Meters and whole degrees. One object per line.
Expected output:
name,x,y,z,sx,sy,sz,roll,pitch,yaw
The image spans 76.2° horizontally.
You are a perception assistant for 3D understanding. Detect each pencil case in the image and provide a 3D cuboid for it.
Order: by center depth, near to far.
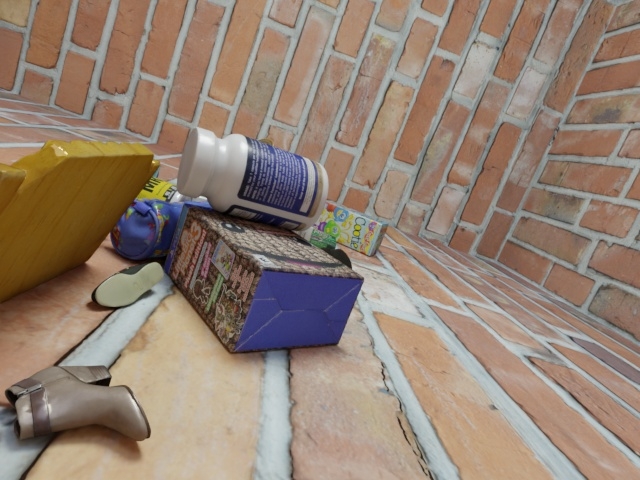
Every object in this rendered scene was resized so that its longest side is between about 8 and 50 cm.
pencil case,-0.295,-0.032,0.893,0.120,0.133,0.306,28,14,20

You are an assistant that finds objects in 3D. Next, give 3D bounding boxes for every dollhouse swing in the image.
dollhouse swing,-0.459,-0.083,0.502,0.305,0.315,0.347,40,10,-7

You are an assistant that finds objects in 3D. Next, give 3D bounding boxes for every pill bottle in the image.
pill bottle,-0.130,-0.116,0.796,0.265,0.153,0.153,14,13,-32
pill bottle,-0.446,-0.107,1.021,0.209,0.119,0.119,20,11,-2

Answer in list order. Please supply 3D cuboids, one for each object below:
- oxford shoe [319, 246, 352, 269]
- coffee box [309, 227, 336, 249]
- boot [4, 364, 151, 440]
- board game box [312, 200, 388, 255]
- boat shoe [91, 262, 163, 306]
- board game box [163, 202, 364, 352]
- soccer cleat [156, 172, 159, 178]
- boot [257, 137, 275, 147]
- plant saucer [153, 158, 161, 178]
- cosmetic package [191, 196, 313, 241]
oxford shoe,0.025,0.065,1.185,0.076,0.076,0.212,-19,-23,30
coffee box,0.000,0.000,1.498,0.113,0.040,0.184,20,11,-1
boot,-0.224,0.157,0.373,0.119,0.042,0.087,26,19,32
board game box,0.124,-0.056,1.726,0.276,0.141,0.144,24,11,17
boat shoe,-0.303,0.070,0.635,0.042,0.048,0.133,-10,12,18
board game box,-0.111,0.060,0.753,0.232,0.141,0.291,10,16,-44
soccer cleat,-0.672,-0.254,1.389,0.121,0.093,0.289,30,13,14
boot,-0.125,-0.078,0.988,0.109,0.283,0.220,0,-20,31
plant saucer,-0.593,-0.238,1.413,0.067,0.018,0.192,48,16,-33
cosmetic package,-0.248,-0.084,1.315,0.378,0.097,0.284,15,14,-26
